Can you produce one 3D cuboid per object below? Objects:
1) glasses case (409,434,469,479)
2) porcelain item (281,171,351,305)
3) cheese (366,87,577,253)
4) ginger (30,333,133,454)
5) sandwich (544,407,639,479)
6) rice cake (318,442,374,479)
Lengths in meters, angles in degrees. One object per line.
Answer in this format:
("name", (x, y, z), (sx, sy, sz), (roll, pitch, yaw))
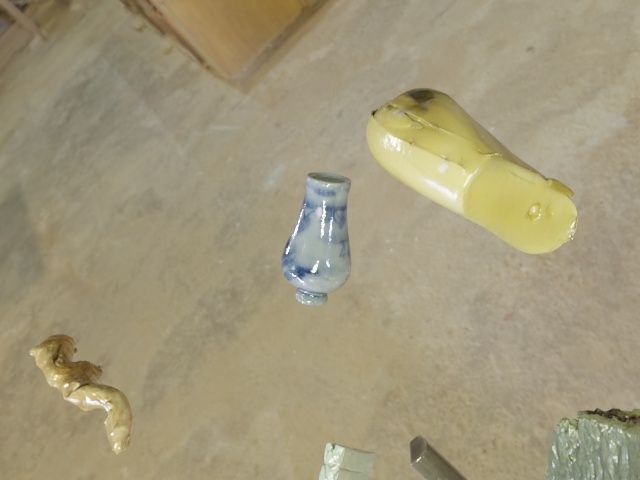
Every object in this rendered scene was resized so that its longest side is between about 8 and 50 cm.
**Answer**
("glasses case", (0.225, 0.407, 1.219), (0.042, 0.190, 0.072), (-46, 4, 7))
("porcelain item", (0.000, 0.000, 1.443), (0.141, 0.141, 0.259), (37, 122, 56))
("cheese", (0.177, -0.107, 0.989), (0.128, 0.259, 0.316), (-52, 41, 12))
("ginger", (-0.332, 0.206, 1.038), (0.288, 0.089, 0.075), (25, 99, 44))
("sandwich", (0.417, 0.360, 0.978), (0.325, 0.131, 0.262), (126, 143, -80))
("rice cake", (0.050, 0.439, 1.362), (0.038, 0.211, 0.124), (12, 81, 25))
